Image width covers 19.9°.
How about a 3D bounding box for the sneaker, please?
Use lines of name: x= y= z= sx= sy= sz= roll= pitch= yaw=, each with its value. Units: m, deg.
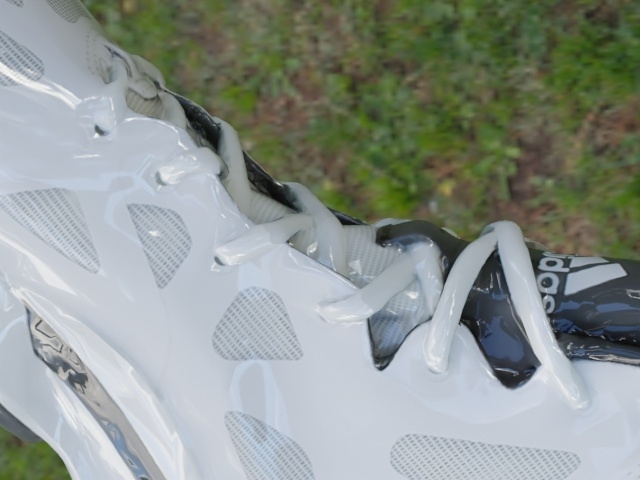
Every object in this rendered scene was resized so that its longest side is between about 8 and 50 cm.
sneaker: x=0.000 y=0.000 z=0.666 sx=0.257 sy=0.169 sz=0.448 roll=-24 pitch=105 yaw=19
